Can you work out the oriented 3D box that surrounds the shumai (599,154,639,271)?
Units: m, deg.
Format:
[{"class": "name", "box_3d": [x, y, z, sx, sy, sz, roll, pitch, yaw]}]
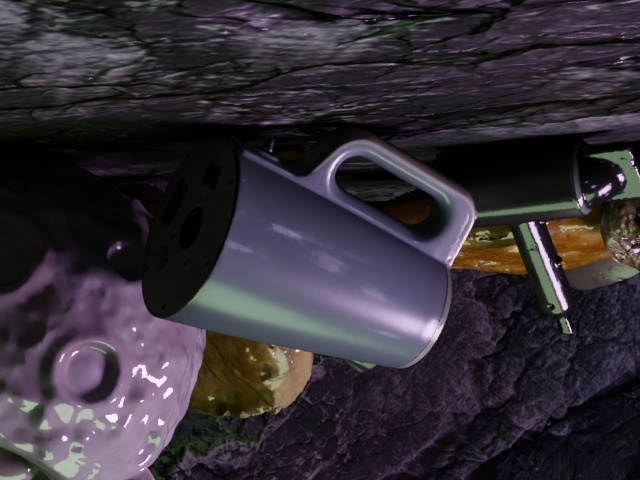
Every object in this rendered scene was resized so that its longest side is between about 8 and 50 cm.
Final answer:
[{"class": "shumai", "box_3d": [0.350, -0.031, 1.424, 0.123, 0.139, 0.105, 25, 179, -24]}]

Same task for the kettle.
[{"class": "kettle", "box_3d": [0.000, 0.000, 1.251, 0.243, 0.210, 0.160, 19, -167, -28]}]

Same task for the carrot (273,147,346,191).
[{"class": "carrot", "box_3d": [-0.020, -0.023, 1.474, 0.114, 0.114, 0.302, -3, 174, 6]}]

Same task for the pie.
[{"class": "pie", "box_3d": [-0.156, 0.076, 1.618, 0.339, 0.339, 0.083, -6, -146, 45]}]

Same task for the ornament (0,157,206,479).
[{"class": "ornament", "box_3d": [-0.271, 0.082, 1.359, 0.337, 0.337, 0.337, -3, 176, 0]}]

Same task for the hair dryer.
[{"class": "hair dryer", "box_3d": [0.238, 0.004, 1.435, 0.195, 0.078, 0.248, -4, 134, 26]}]

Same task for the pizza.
[{"class": "pizza", "box_3d": [0.220, -0.024, 1.606, 0.409, 0.114, 0.278, -4, 175, 32]}]

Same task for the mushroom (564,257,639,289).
[{"class": "mushroom", "box_3d": [0.368, -0.013, 1.905, 0.188, 0.141, 0.117, -13, 136, 46]}]
